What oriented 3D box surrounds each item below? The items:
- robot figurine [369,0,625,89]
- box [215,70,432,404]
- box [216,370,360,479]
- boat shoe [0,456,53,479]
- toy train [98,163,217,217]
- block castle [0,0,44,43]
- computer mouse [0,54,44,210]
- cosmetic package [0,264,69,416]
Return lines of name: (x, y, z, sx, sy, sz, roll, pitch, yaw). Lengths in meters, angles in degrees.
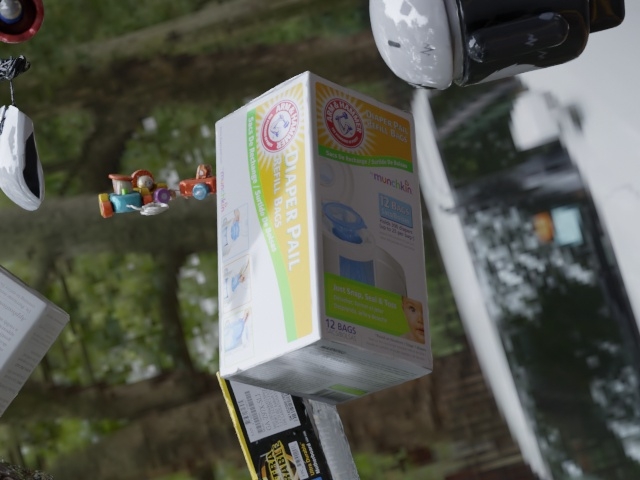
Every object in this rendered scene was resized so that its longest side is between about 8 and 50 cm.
robot figurine: (0.193, -0.262, 1.741, 0.209, 0.278, 0.173, 105, 152, -78)
box: (0.000, 0.000, 1.113, 0.114, 0.103, 0.203, 19, -121, -40)
box: (-0.007, 0.245, 1.575, 0.322, 0.079, 0.257, 51, -163, -82)
boat shoe: (-0.188, 0.186, 0.979, 0.257, 0.095, 0.095, 105, 176, -80)
toy train: (-0.182, -0.062, 1.797, 0.166, 0.125, 0.046, -21, -75, -62)
block castle: (-0.485, -0.510, 2.167, 0.213, 0.303, 0.453, -174, 96, -78)
computer mouse: (-0.381, -0.128, 1.921, 0.042, 0.106, 0.193, -17, -78, -43)
cosmetic package: (-0.361, 0.131, 1.519, 0.117, 0.231, 0.085, 34, 174, 14)
